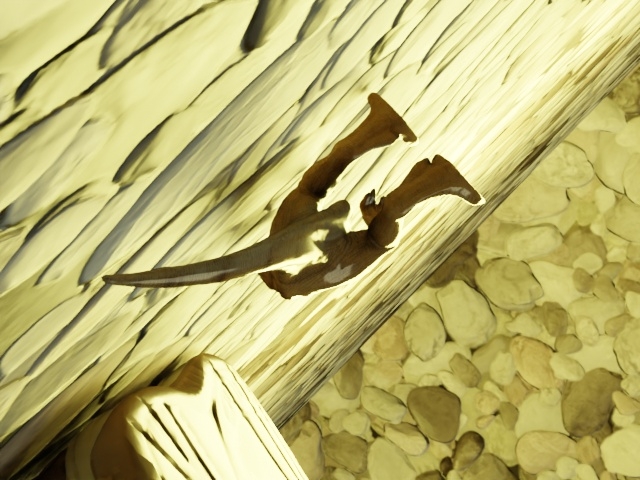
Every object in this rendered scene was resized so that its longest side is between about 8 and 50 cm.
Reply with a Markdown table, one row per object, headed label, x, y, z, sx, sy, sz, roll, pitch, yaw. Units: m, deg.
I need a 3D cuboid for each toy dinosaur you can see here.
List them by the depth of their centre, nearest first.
| label | x | y | z | sx | sy | sz | roll | pitch | yaw |
| --- | --- | --- | --- | --- | --- | --- | --- | --- | --- |
| toy dinosaur | 0.000 | 0.000 | 0.613 | 0.112 | 0.064 | 0.211 | -44 | 174 | 2 |

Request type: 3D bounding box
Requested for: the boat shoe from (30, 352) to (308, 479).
| label | x | y | z | sx | sy | sz | roll | pitch | yaw |
| --- | --- | --- | --- | --- | --- | --- | --- | --- | --- |
| boat shoe | -0.085 | 0.143 | 0.829 | 0.123 | 0.123 | 0.342 | -34 | 174 | 7 |
